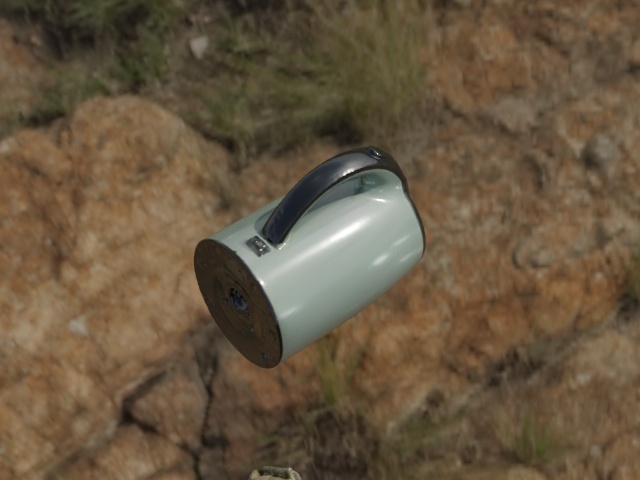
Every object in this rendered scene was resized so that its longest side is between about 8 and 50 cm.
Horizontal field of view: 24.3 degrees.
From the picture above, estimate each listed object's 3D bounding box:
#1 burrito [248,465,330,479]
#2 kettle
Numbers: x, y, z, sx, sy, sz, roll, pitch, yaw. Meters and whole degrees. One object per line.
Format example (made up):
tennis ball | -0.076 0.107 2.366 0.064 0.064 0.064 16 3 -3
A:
burrito | 0.058 0.336 1.575 0.348 0.175 0.107 7 38 39
kettle | 0.000 0.000 1.649 0.236 0.221 0.161 -29 55 -26
